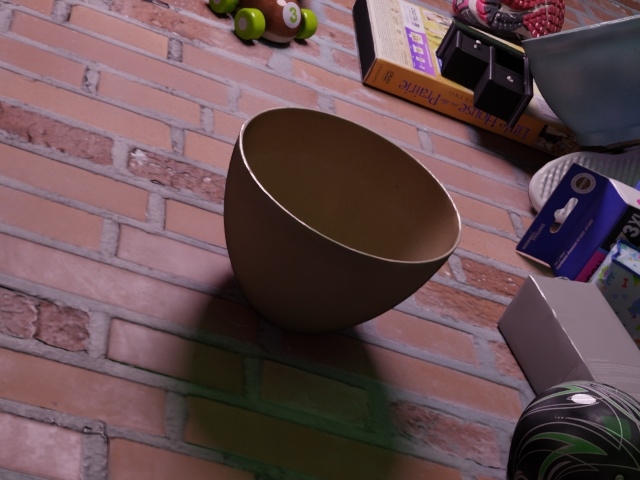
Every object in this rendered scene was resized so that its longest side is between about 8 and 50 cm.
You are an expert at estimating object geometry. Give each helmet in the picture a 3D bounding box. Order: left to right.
[{"bbox_3d":[0.304,0.239,1.383,0.169,0.161,0.169,20,33,-14],"label":"helmet"}]

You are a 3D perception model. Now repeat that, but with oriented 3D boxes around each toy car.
[{"bbox_3d":[-0.069,-0.440,2.029,0.155,0.188,0.149,-11,49,-46],"label":"toy car"}]

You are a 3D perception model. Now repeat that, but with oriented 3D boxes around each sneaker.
[{"bbox_3d":[0.403,-0.480,2.541,0.299,0.121,0.112,7,6,-43],"label":"sneaker"},{"bbox_3d":[0.475,-0.091,2.044,0.321,0.127,0.126,-14,83,-19],"label":"sneaker"}]

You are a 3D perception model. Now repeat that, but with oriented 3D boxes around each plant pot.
[{"bbox_3d":[0.000,0.000,1.456,0.284,0.191,0.284,20,33,-14],"label":"plant pot"},{"bbox_3d":[0.495,-0.266,2.014,0.293,0.293,0.196,-23,103,-52],"label":"plant pot"}]

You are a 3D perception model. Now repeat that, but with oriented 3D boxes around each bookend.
[{"bbox_3d":[0.277,-0.285,2.078,0.157,0.072,0.156,24,34,-7],"label":"bookend"}]

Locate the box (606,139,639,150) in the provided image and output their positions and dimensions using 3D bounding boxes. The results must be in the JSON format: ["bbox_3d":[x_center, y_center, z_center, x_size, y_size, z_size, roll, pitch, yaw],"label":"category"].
[{"bbox_3d":[0.589,-0.255,2.285,0.148,0.121,0.311,52,27,19],"label":"box"}]

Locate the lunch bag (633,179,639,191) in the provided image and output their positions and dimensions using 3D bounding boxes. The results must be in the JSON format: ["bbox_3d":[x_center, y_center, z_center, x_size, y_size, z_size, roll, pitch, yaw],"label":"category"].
[{"bbox_3d":[0.586,-0.040,1.870,0.243,0.303,0.115,26,35,-2],"label":"lunch bag"}]

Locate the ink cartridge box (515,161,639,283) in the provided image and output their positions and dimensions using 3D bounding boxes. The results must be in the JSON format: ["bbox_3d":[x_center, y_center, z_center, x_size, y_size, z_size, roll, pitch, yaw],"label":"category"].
[{"bbox_3d":[0.494,0.035,1.811,0.371,0.176,0.069,24,33,-7],"label":"ink cartridge box"}]

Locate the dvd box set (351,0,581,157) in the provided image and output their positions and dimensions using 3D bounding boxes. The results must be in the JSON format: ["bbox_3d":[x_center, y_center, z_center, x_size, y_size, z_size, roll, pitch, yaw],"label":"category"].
[{"bbox_3d":[0.265,-0.311,2.232,0.420,0.062,0.308,18,33,-16],"label":"dvd box set"}]

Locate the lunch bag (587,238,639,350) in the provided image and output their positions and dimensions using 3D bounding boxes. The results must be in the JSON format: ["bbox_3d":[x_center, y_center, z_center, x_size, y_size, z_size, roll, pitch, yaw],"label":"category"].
[{"bbox_3d":[0.453,0.093,1.741,0.151,0.129,0.096,33,32,8],"label":"lunch bag"}]

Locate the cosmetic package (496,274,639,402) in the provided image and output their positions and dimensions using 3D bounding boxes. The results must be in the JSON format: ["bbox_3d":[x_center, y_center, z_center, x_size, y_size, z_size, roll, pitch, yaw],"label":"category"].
[{"bbox_3d":[0.342,0.160,1.588,0.127,0.107,0.238,10,34,-28],"label":"cosmetic package"}]
